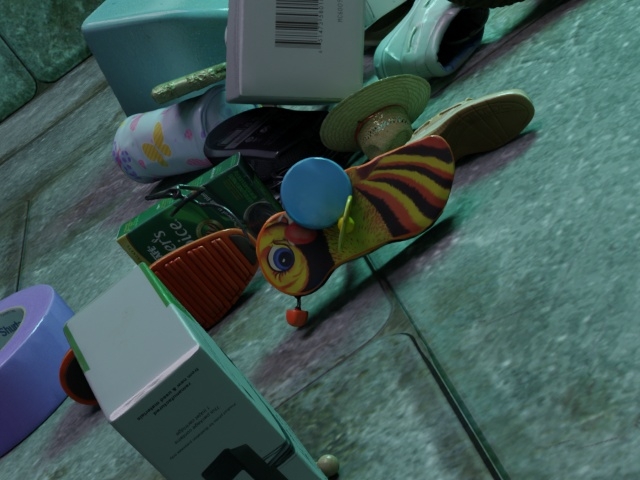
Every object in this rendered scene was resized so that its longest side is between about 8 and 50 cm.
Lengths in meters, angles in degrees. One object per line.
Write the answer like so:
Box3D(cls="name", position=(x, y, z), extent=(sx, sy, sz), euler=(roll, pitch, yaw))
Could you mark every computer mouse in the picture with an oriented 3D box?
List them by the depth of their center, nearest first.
Box3D(cls="computer mouse", position=(-0.049, -0.110, 1.827), extent=(0.188, 0.072, 0.272), euler=(-41, 31, -25))

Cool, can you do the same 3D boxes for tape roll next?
Box3D(cls="tape roll", position=(-0.416, 0.177, 1.762), extent=(0.275, 0.090, 0.275), euler=(-33, 20, 14))

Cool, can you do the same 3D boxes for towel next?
Box3D(cls="towel", position=(-0.179, -0.229, 2.031), extent=(0.110, 0.027, 0.148), euler=(-19, 8, 12))

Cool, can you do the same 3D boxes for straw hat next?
Box3D(cls="straw hat", position=(0.075, -0.124, 1.642), extent=(0.144, 0.144, 0.061), euler=(-32, 62, 15))

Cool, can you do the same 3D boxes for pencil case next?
Box3D(cls="pencil case", position=(-0.199, -0.157, 2.111), extent=(0.124, 0.113, 0.273), euler=(-27, 11, -38))

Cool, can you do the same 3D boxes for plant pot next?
Box3D(cls="plant pot", position=(-0.183, -0.321, 2.291), extent=(0.252, 0.247, 0.248), euler=(-5, 34, 32))

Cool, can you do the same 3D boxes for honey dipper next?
Box3D(cls="honey dipper", position=(-0.049, 0.198, 1.185), extent=(0.161, 0.030, 0.030), euler=(-19, 26, 37))

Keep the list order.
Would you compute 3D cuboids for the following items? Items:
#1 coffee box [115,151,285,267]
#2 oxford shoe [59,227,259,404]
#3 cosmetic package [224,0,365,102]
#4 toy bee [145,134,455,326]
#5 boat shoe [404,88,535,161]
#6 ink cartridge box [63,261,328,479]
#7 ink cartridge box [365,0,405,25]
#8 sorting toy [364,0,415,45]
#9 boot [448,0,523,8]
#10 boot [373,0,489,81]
Box3D(cls="coffee box", position=(-0.140, -0.013, 1.691), extent=(0.184, 0.113, 0.040), euler=(-30, 24, 16))
Box3D(cls="oxford shoe", position=(-0.186, 0.073, 1.605), extent=(0.271, 0.097, 0.098), euler=(-36, 14, 2))
Box3D(cls="cosmetic package", position=(-0.041, -0.272, 1.815), extent=(0.155, 0.197, 0.365), euler=(1, 6, -5))
Box3D(cls="toy bee", position=(0.000, 0.000, 1.423), extent=(0.298, 0.162, 0.195), euler=(-13, -3, 24))
Box3D(cls="boat shoe", position=(0.155, -0.125, 1.513), extent=(0.170, 0.063, 0.059), euler=(-25, 29, 32))
Box3D(cls="ink cartridge box", position=(-0.088, 0.138, 1.083), extent=(0.087, 0.208, 0.153), euler=(-40, 34, -3))
Box3D(cls="ink cartridge box", position=(0.130, -0.433, 2.062), extent=(0.283, 0.117, 0.207), euler=(-34, 14, -11))
Box3D(cls="sorting toy", position=(0.153, -0.336, 2.038), extent=(0.193, 0.038, 0.208), euler=(-40, 15, -12))
Box3D(cls="boot", position=(0.263, -0.392, 1.835), extent=(0.236, 0.089, 0.269), euler=(1, 31, 8))
Box3D(cls="boot", position=(0.180, -0.295, 1.839), extent=(0.123, 0.095, 0.258), euler=(-2, 47, 49))
